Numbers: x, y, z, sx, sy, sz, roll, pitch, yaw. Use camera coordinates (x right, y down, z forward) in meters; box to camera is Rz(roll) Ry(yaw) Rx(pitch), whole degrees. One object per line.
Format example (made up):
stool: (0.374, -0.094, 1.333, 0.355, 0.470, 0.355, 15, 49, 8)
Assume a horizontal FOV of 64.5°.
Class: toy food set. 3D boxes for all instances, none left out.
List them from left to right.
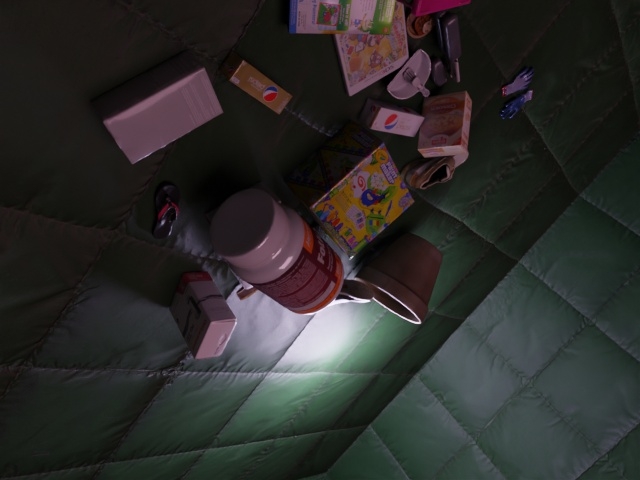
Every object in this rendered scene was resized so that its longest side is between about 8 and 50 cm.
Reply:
toy food set: (0.288, -0.620, 1.400, 0.192, 0.038, 0.132, -40, 145, -3)

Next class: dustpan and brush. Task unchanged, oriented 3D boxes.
dustpan and brush: (0.290, -0.475, 1.533, 0.147, 0.060, 0.211, -49, 167, 17)

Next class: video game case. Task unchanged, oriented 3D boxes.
video game case: (0.139, -0.524, 1.355, 0.206, 0.026, 0.227, -32, 144, -7)

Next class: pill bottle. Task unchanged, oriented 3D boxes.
pill bottle: (-0.107, 0.037, 1.357, 0.224, 0.224, 0.392, -43, 144, 1)

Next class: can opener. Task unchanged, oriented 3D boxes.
can opener: (0.359, -0.551, 1.487, 0.095, 0.076, 0.283, -35, 154, 5)

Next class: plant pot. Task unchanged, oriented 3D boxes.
plant pot: (0.341, 0.132, 2.064, 0.280, 0.323, 0.323, -56, 147, -11)

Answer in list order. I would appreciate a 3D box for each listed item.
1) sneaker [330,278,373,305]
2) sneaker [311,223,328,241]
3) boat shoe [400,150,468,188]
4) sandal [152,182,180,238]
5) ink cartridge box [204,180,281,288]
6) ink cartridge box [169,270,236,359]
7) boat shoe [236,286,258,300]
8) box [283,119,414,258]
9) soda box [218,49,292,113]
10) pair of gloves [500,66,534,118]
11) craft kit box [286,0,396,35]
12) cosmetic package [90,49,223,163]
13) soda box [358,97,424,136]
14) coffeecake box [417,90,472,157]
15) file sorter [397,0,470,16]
sneaker: (0.094, 0.216, 2.012, 0.221, 0.083, 0.118, 12, 139, -2)
sneaker: (0.000, 0.000, 1.764, 0.076, 0.065, 0.166, -36, 147, -17)
boat shoe: (0.442, -0.264, 1.871, 0.302, 0.103, 0.113, -27, 142, -21)
sandal: (-0.397, -0.069, 1.320, 0.067, 0.040, 0.179, -10, 134, -37)
ink cartridge box: (-0.199, -0.009, 1.512, 0.197, 0.114, 0.273, -32, 142, -15)
ink cartridge box: (-0.355, 0.221, 1.515, 0.092, 0.218, 0.159, -1, 128, -43)
boat shoe: (-0.200, 0.114, 1.692, 0.207, 0.073, 0.073, -38, 108, -12)
box: (0.095, -0.151, 1.560, 0.279, 0.177, 0.290, -41, 137, -2)
soda box: (-0.152, -0.375, 1.214, 0.058, 0.061, 0.181, -51, 144, 12)
pair of gloves: (0.747, -0.557, 1.928, 0.159, 0.023, 0.198, -33, 143, -10)
craft kit box: (0.053, -0.585, 1.115, 0.246, 0.061, 0.250, -1, 134, -8)
cosmetic package: (-0.346, -0.286, 1.090, 0.238, 0.107, 0.127, -30, 144, -12)
soda box: (0.221, -0.377, 1.568, 0.216, 0.069, 0.074, -2, 129, -42)
coffeecake box: (0.395, -0.366, 1.611, 0.068, 0.142, 0.186, 27, 68, -53)
file sorter: (0.252, -0.701, 1.146, 0.202, 0.182, 0.291, -27, 144, -30)
